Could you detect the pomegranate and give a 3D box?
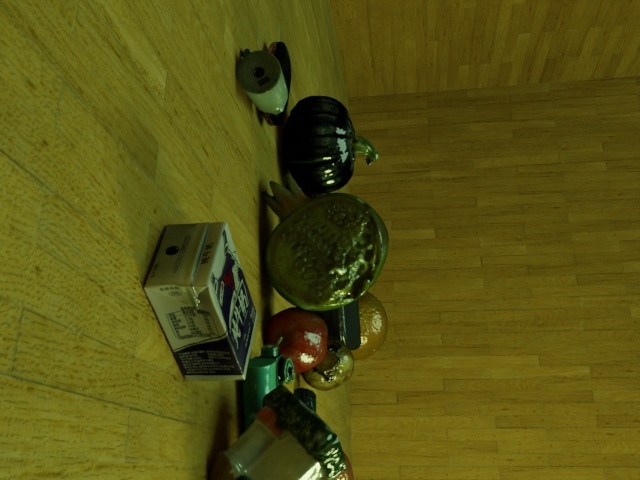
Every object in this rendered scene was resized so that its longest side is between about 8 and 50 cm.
[{"bbox_3d":[0.000,0.000,1.591,0.358,0.310,0.216,53,9,14],"label":"pomegranate"}]

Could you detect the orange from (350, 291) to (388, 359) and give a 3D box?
[{"bbox_3d":[0.107,0.300,2.297,0.274,0.275,0.274,-3,90,-82],"label":"orange"}]

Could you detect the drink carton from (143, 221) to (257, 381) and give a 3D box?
[{"bbox_3d":[-0.173,0.094,0.960,0.134,0.102,0.222,-81,164,-47],"label":"drink carton"}]

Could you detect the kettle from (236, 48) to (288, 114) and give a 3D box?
[{"bbox_3d":[-0.136,-0.359,1.445,0.098,0.127,0.148,-60,172,-3],"label":"kettle"}]

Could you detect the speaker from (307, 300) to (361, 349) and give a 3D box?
[{"bbox_3d":[0.018,0.190,2.058,0.184,0.180,0.388,-43,130,-70],"label":"speaker"}]

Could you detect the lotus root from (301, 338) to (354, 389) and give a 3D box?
[{"bbox_3d":[0.022,0.391,2.003,0.314,0.170,0.141,75,-9,-66],"label":"lotus root"}]

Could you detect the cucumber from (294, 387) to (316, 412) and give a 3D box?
[{"bbox_3d":[-0.044,0.506,1.884,0.116,0.062,0.115,80,7,-49],"label":"cucumber"}]

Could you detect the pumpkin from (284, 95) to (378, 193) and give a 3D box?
[{"bbox_3d":[0.028,-0.284,1.882,0.296,0.296,0.295,-3,90,-82],"label":"pumpkin"}]

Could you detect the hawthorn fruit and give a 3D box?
[{"bbox_3d":[-0.072,0.234,1.541,0.203,0.163,0.162,31,55,-59],"label":"hawthorn fruit"}]

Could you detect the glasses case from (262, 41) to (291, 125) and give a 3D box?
[{"bbox_3d":[-0.113,-0.405,1.642,0.103,0.067,0.266,76,15,-50],"label":"glasses case"}]

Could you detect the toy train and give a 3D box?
[{"bbox_3d":[-0.114,0.348,1.331,0.159,0.101,0.248,-18,106,-72],"label":"toy train"}]

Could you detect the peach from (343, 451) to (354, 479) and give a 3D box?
[{"bbox_3d":[-0.041,0.538,1.439,0.232,0.233,0.232,-3,90,-82],"label":"peach"}]

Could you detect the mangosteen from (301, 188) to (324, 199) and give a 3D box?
[{"bbox_3d":[-0.035,-0.054,1.818,0.166,0.166,0.180,-5,118,-82],"label":"mangosteen"}]

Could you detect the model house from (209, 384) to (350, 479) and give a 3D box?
[{"bbox_3d":[-0.104,0.454,1.146,0.301,0.190,0.271,-39,141,-28],"label":"model house"}]
